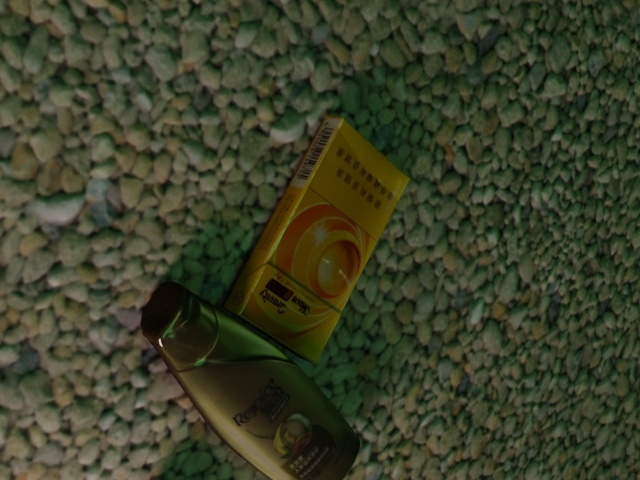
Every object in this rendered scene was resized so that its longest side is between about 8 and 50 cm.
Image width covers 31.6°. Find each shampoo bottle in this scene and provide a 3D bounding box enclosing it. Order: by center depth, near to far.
[{"bbox_3d":[-0.083,0.179,1.328,0.125,0.084,0.350,-52,128,-16],"label":"shampoo bottle"}]

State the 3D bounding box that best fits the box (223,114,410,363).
[{"bbox_3d":[0.000,0.000,1.378,0.152,0.043,0.269,38,75,-40],"label":"box"}]
